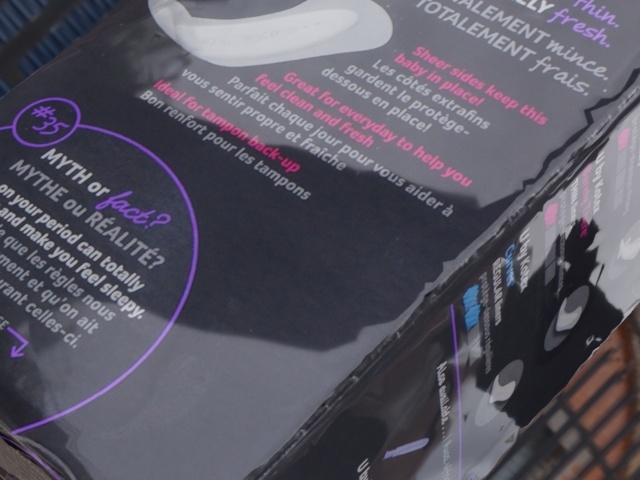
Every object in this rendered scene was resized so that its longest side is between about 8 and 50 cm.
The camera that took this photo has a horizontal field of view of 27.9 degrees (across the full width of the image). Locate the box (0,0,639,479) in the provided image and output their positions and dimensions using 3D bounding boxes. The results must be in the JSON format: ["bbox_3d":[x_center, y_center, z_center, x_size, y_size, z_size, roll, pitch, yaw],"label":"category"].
[{"bbox_3d":[0.000,0.000,0.446,0.165,0.270,0.143,34,-27,28],"label":"box"}]
